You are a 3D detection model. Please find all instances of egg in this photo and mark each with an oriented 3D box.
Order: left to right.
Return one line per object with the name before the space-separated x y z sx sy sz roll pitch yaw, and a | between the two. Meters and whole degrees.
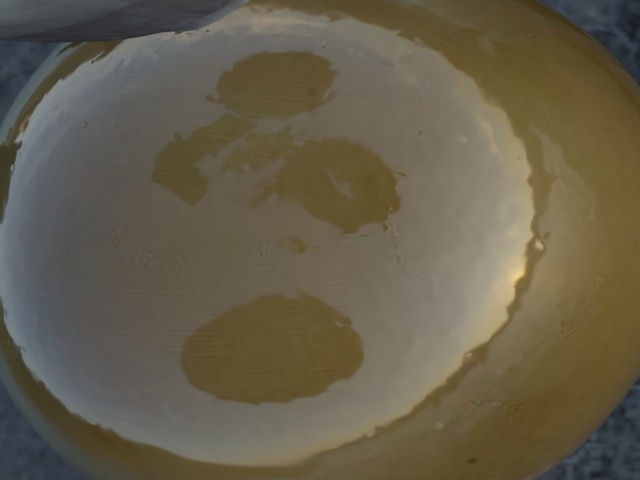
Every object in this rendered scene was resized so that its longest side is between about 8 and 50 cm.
egg | 0.000 0.000 0.895 0.374 0.301 0.301 -7 78 28

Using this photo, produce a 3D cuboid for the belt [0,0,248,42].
belt | -0.114 -0.171 0.357 0.227 0.115 0.323 -38 71 32
